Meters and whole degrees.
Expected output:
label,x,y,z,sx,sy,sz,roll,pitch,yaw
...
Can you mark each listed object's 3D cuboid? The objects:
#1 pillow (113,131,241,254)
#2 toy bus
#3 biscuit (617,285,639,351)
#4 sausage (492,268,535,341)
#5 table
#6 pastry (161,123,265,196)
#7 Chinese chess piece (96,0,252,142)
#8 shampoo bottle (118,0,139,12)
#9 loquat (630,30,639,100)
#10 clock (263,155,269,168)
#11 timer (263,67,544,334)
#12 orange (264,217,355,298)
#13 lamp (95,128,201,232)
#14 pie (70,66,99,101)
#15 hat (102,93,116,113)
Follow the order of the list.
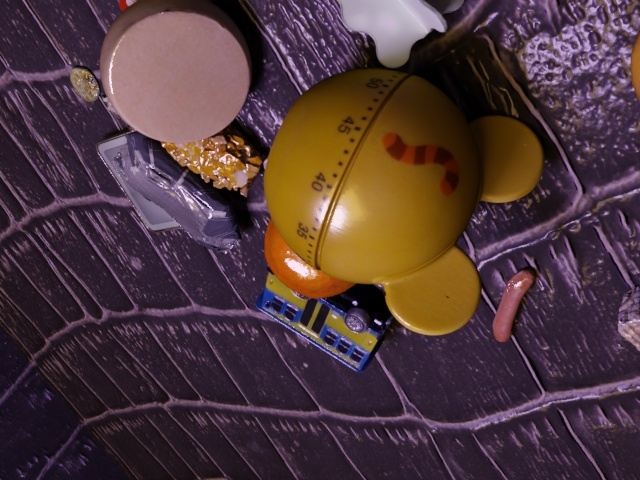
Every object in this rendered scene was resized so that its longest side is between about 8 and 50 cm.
label,x,y,z,sx,sy,sz,roll,pitch,yaw
pillow,-0.308,-0.100,1.417,0.335,0.092,0.161,39,144,-5
toy bus,0.018,0.132,1.401,0.288,0.138,0.175,31,136,10
biscuit,0.590,0.178,1.047,0.239,0.108,0.062,41,132,1
sausage,0.360,0.124,1.219,0.043,0.043,0.186,23,135,19
table,0.096,-0.366,0.927,0.198,0.166,0.167,44,138,-14
pastry,-0.227,-0.184,1.338,0.250,0.102,0.154,40,132,3
Chinese chess piece,-0.257,-0.306,1.162,0.102,0.274,0.273,-116,21,-51
shampoo bottle,-0.271,-0.505,1.104,0.104,0.104,0.278,39,138,2
loquat,0.469,-0.208,0.741,0.208,0.208,0.208,20,134,22
clock,-0.069,-0.119,1.327,0.087,0.041,0.129,8,134,36
timer,0.116,-0.078,1.011,0.387,0.376,0.376,26,136,9
orange,0.000,0.000,1.255,0.224,0.170,0.223,0,89,8
lamp,-0.382,-0.145,1.528,0.269,0.047,0.266,-7,119,39
pie,-0.542,-0.359,1.487,0.085,0.017,0.085,18,133,21
hat,-0.395,-0.327,1.381,0.166,0.081,0.122,-48,51,33
